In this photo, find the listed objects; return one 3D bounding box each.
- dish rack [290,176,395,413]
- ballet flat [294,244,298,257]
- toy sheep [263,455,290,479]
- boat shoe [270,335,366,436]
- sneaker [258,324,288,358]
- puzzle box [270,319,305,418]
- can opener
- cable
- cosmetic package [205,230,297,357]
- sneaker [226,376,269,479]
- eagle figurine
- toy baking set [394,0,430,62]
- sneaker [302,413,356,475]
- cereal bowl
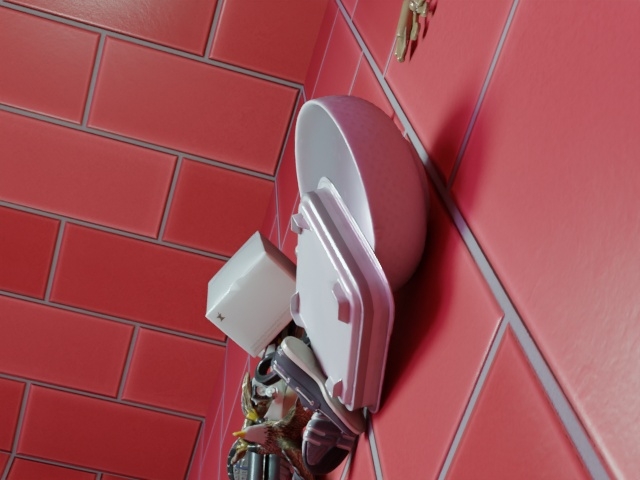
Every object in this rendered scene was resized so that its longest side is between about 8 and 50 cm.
[{"bbox_3d":[0.019,0.098,1.516,0.333,0.072,0.285,92,156,-47],"label":"dish rack"},{"bbox_3d":[0.000,0.000,2.165,0.107,0.106,0.316,137,146,-74],"label":"ballet flat"},{"bbox_3d":[-0.105,0.499,2.103,0.132,0.091,0.091,-59,6,-13],"label":"toy sheep"},{"bbox_3d":[-0.005,0.255,1.608,0.065,0.206,0.075,-50,-18,24],"label":"boat shoe"},{"bbox_3d":[-0.124,0.230,2.294,0.185,0.084,0.069,-106,32,-71],"label":"sneaker"},{"bbox_3d":[-0.063,0.265,2.310,0.409,0.052,0.272,-97,24,-66],"label":"puzzle box"},{"bbox_3d":[-0.121,0.420,2.076,0.093,0.074,0.280,117,159,-45],"label":"can opener"},{"bbox_3d":[-0.015,0.215,1.815,0.287,0.072,0.139,-46,36,30],"label":"cable"},{"bbox_3d":[-0.150,0.114,2.218,0.197,0.155,0.365,-46,11,3],"label":"cosmetic package"},{"bbox_3d":[-0.158,0.497,2.451,0.129,0.111,0.297,44,-121,-77],"label":"sneaker"},{"bbox_3d":[-0.063,0.380,1.872,0.298,0.225,0.226,-13,104,47],"label":"eagle figurine"},{"bbox_3d":[0.205,-0.492,1.952,0.197,0.030,0.256,152,131,-74],"label":"toy baking set"},{"bbox_3d":[0.024,0.309,1.685,0.132,0.086,0.228,115,176,-69],"label":"sneaker"},{"bbox_3d":[0.079,-0.073,1.536,0.339,0.141,0.339,167,90,-74],"label":"cereal bowl"}]
